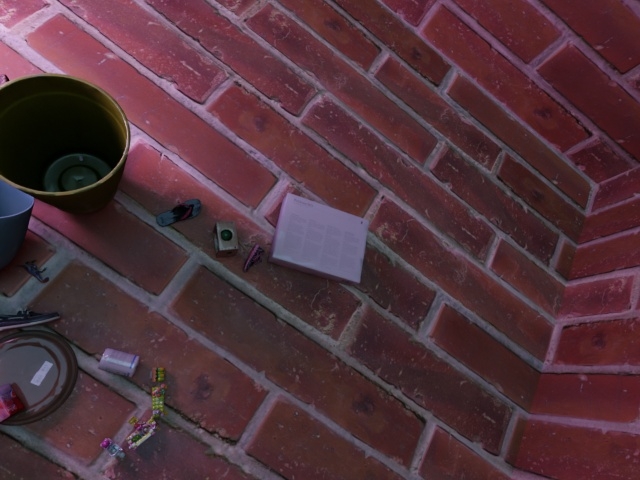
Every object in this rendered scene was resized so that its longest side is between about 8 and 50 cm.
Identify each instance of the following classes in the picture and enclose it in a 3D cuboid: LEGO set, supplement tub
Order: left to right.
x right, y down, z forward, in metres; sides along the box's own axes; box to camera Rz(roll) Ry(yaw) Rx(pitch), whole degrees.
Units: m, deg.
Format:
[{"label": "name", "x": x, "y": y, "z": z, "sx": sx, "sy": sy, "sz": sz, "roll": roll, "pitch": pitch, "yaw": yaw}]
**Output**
[{"label": "supplement tub", "x": -0.648, "y": 0.395, "z": 1.311, "sx": 0.107, "sy": 0.071, "sz": 0.071, "roll": 22, "pitch": 67, "yaw": -14}, {"label": "LEGO set", "x": -0.549, "y": 0.547, "z": 1.281, "sx": 0.132, "sy": 0.107, "sz": 0.287, "roll": 33, "pitch": 65, "yaw": -9}]

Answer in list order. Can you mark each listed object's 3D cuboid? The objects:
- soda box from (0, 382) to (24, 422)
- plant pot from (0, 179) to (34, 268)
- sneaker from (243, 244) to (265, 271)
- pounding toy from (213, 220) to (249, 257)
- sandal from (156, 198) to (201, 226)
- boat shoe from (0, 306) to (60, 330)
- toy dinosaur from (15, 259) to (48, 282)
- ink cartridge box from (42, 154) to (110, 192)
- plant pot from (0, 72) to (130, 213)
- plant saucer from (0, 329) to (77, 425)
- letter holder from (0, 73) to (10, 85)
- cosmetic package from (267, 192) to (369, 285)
[{"label": "soda box", "x": -0.977, "y": 0.511, "z": 1.109, "sx": 0.263, "sy": 0.083, "sz": 0.092, "roll": -32, "pitch": 89, "yaw": -13}, {"label": "plant pot", "x": -1.020, "y": -0.034, "z": 1.181, "sx": 0.292, "sy": 0.235, "sz": 0.293, "roll": 20, "pitch": 23, "yaw": -9}, {"label": "sneaker", "x": -0.257, "y": 0.075, "z": 1.581, "sx": 0.057, "sy": 0.047, "sz": 0.119, "roll": 37, "pitch": 65, "yaw": -19}, {"label": "pounding toy", "x": -0.337, "y": 0.001, "z": 1.515, "sx": 0.100, "sy": 0.141, "sz": 0.130, "roll": -5, "pitch": 76, "yaw": -23}, {"label": "sandal", "x": -0.528, "y": -0.106, "z": 1.530, "sx": 0.179, "sy": 0.040, "sz": 0.067, "roll": -30, "pitch": 86, "yaw": -26}, {"label": "boat shoe", "x": -0.924, "y": 0.238, "z": 1.252, "sx": 0.206, "sy": 0.075, "sz": 0.065, "roll": -8, "pitch": 80, "yaw": -18}, {"label": "toy dinosaur", "x": -0.927, "y": 0.104, "z": 1.324, "sx": 0.090, "sy": 0.047, "sz": 0.082, "roll": -20, "pitch": 90, "yaw": 8}, {"label": "ink cartridge box", "x": -0.869, "y": -0.252, "z": 1.442, "sx": 0.223, "sy": 0.045, "sz": 0.223, "roll": -3, "pitch": 75, "yaw": -21}, {"label": "plant pot", "x": -0.776, "y": -0.248, "z": 1.254, "sx": 0.366, "sy": 0.353, "sz": 0.367, "roll": 6, "pitch": 73, "yaw": -20}, {"label": "plant saucer", "x": -0.896, "y": 0.411, "z": 1.228, "sx": 0.277, "sy": 0.041, "sz": 0.278, "roll": 7, "pitch": 70, "yaw": -20}, {"label": "letter holder", "x": -1.098, "y": -0.360, "z": 1.331, "sx": 0.214, "sy": 0.152, "sz": 0.302, "roll": -15, "pitch": 80, "yaw": -23}, {"label": "cosmetic package", "x": 0.000, "y": 0.000, "z": 1.671, "sx": 0.377, "sy": 0.097, "sz": 0.285, "roll": 18, "pitch": 70, "yaw": -15}]
